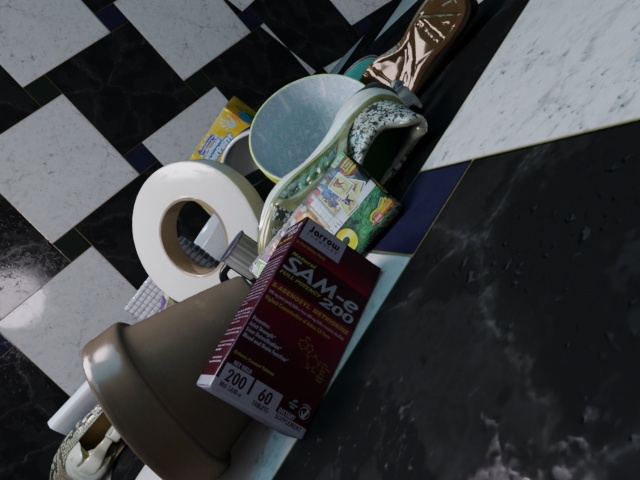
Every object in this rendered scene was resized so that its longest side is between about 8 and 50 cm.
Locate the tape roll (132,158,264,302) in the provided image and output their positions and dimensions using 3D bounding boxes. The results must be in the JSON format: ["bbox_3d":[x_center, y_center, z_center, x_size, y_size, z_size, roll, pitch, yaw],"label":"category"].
[{"bbox_3d":[-0.308,-0.014,1.317,0.392,0.392,0.072,-48,-7,25],"label":"tape roll"}]

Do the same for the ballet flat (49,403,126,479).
[{"bbox_3d":[-0.613,0.552,1.486,0.483,0.164,0.182,-53,24,-10],"label":"ballet flat"}]

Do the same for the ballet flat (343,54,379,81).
[{"bbox_3d":[0.087,-0.462,1.653,0.316,0.107,0.106,-48,8,18],"label":"ballet flat"}]

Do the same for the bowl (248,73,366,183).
[{"bbox_3d":[0.004,-0.205,1.127,0.289,0.289,0.156,-59,-27,-16],"label":"bowl"}]

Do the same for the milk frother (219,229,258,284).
[{"bbox_3d":[-0.145,0.067,1.094,0.129,0.134,0.143,-58,14,-10],"label":"milk frother"}]

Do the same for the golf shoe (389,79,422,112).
[{"bbox_3d":[0.124,-0.222,0.978,0.176,0.086,0.069,-50,-7,-5],"label":"golf shoe"}]

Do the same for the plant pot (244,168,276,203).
[{"bbox_3d":[-0.128,-0.109,1.399,0.167,0.188,0.187,-36,19,18],"label":"plant pot"}]

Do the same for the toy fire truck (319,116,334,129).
[{"bbox_3d":[0.001,-0.232,1.331,0.246,0.158,0.217,-51,-3,17],"label":"toy fire truck"}]

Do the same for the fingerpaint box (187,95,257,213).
[{"bbox_3d":[-0.346,-0.310,2.164,0.445,0.371,0.163,-47,16,30],"label":"fingerpaint box"}]

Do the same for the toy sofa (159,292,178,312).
[{"bbox_3d":[-0.369,0.261,1.293,0.150,0.177,0.362,-55,15,-4],"label":"toy sofa"}]

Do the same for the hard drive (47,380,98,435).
[{"bbox_3d":[-0.646,0.480,1.585,0.040,0.203,0.307,27,70,43],"label":"hard drive"}]

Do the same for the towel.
[{"bbox_3d":[-0.402,0.159,1.527,0.284,0.235,0.121,-49,11,16],"label":"towel"}]

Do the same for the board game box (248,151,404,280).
[{"bbox_3d":[0.000,0.000,0.815,0.260,0.136,0.030,-51,-26,17],"label":"board game box"}]

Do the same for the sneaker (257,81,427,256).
[{"bbox_3d":[0.034,-0.082,0.872,0.410,0.158,0.182,-57,27,6],"label":"sneaker"}]

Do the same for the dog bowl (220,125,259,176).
[{"bbox_3d":[-0.156,-0.210,1.516,0.265,0.265,0.104,-48,13,23],"label":"dog bowl"}]

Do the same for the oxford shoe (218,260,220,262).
[{"bbox_3d":[-0.396,0.188,1.712,0.097,0.098,0.271,-32,27,58],"label":"oxford shoe"}]

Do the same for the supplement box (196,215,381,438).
[{"bbox_3d":[-0.033,0.105,0.644,0.073,0.130,0.239,-28,31,60],"label":"supplement box"}]

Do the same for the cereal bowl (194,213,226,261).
[{"bbox_3d":[-0.418,0.014,2.089,0.339,0.141,0.339,-49,19,23],"label":"cereal bowl"}]

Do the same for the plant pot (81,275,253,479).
[{"bbox_3d":[-0.158,0.179,0.733,0.229,0.263,0.263,-38,11,-12],"label":"plant pot"}]

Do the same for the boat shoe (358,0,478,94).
[{"bbox_3d":[0.203,-0.383,1.103,0.123,0.123,0.342,-25,-19,-48],"label":"boat shoe"}]
